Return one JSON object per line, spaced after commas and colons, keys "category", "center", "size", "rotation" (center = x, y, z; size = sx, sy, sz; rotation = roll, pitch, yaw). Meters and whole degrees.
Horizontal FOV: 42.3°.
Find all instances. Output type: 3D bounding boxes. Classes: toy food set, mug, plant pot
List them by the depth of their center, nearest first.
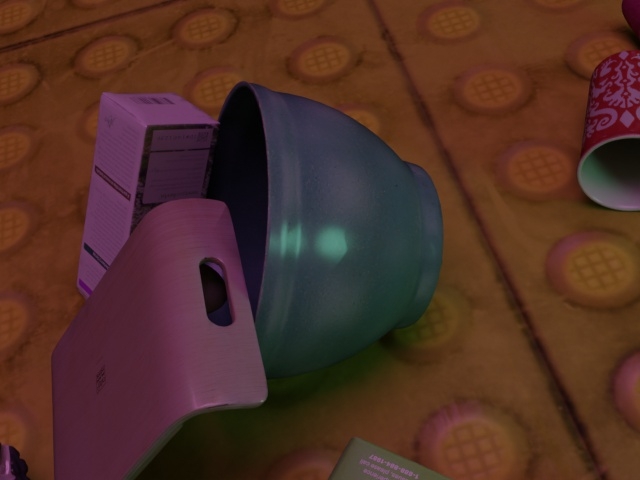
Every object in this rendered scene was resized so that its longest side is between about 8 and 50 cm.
{"category": "toy food set", "center": [-0.158, 0.135, 0.757], "size": [0.093, 0.306, 0.219], "rotation": [16, 40, -33]}
{"category": "plant pot", "center": [0.000, 0.000, 0.833], "size": [0.196, 0.293, 0.293], "rotation": [5, 46, -19]}
{"category": "mug", "center": [0.372, -0.133, 0.941], "size": [0.150, 0.113, 0.169], "rotation": [-7, 44, 25]}

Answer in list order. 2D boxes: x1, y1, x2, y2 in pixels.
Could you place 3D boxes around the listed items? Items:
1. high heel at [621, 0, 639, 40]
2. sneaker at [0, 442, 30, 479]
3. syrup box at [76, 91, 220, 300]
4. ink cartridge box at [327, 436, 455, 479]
{"category": "high heel", "center": [0.430, -0.222, 1.028], "size": [0.117, 0.082, 0.244], "rotation": [-26, 59, -11]}
{"category": "sneaker", "center": [-0.339, 0.322, 0.752], "size": [0.110, 0.107, 0.275], "rotation": [-23, 47, 34]}
{"category": "syrup box", "center": [-0.190, -0.033, 0.896], "size": [0.093, 0.236, 0.096], "rotation": [-10, 34, -43]}
{"category": "ink cartridge box", "center": [0.053, 0.322, 0.633], "size": [0.199, 0.114, 0.272], "rotation": [19, 58, 26]}
